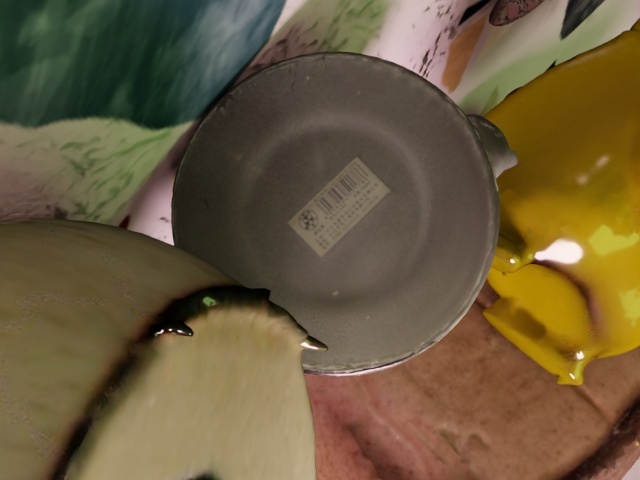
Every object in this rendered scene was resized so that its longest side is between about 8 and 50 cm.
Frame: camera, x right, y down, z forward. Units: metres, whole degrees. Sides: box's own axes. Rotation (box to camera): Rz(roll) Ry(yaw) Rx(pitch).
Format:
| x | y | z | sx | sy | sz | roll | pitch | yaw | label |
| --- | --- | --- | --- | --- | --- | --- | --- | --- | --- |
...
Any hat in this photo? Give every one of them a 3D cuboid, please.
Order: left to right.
| x | y | z | sx | sy | sz | roll | pitch | yaw | label |
| --- | --- | --- | --- | --- | --- | --- | --- | --- | --- |
| 0.128 | -0.166 | 1.062 | 0.058 | 0.042 | 0.087 | -38 | -167 | -26 | hat |

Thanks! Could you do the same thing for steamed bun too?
| x | y | z | sx | sy | sz | roll | pitch | yaw | label |
| --- | --- | --- | --- | --- | --- | --- | --- | --- | --- |
| 0.089 | 0.093 | 1.175 | 0.301 | 0.251 | 0.199 | -34 | 167 | -33 | steamed bun |

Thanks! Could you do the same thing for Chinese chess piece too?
| x | y | z | sx | sy | sz | roll | pitch | yaw | label |
| --- | --- | --- | --- | --- | --- | --- | --- | --- | --- |
| -0.118 | 0.166 | 0.738 | 0.349 | 0.146 | 0.349 | 11 | 90 | -69 | Chinese chess piece |

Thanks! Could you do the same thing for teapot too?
| x | y | z | sx | sy | sz | roll | pitch | yaw | label |
| --- | --- | --- | --- | --- | --- | --- | --- | --- | --- |
| 0.000 | 0.000 | 0.924 | 0.239 | 0.162 | 0.149 | -29 | 173 | -2 | teapot |

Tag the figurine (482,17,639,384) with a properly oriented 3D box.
| x | y | z | sx | sy | sz | roll | pitch | yaw | label |
| --- | --- | --- | --- | --- | --- | --- | --- | --- | --- |
| 0.222 | -0.063 | 1.059 | 0.326 | 0.169 | 0.218 | -34 | 138 | -2 | figurine |
